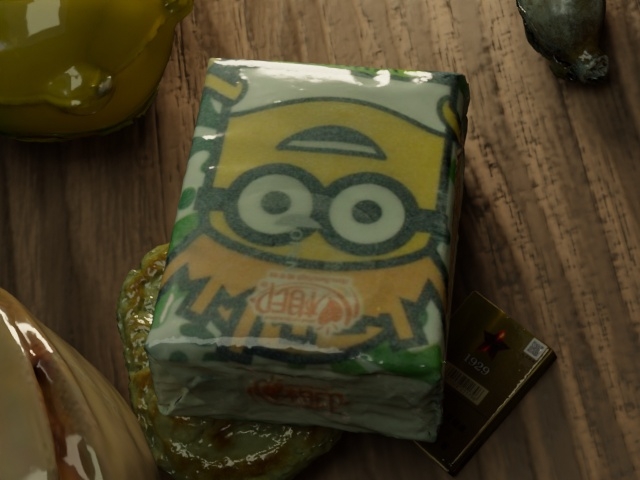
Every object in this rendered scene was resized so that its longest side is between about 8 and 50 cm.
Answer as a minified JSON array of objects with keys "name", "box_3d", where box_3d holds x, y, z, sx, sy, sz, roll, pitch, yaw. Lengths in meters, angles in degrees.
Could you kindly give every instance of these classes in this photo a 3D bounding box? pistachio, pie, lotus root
[{"name":"pistachio","box_3d":[-0.264,0.240,1.035,0.365,0.281,0.445,-53,50,38]},{"name":"pie","box_3d":[-0.066,0.101,1.146,0.201,0.090,0.248,-16,58,0]},{"name":"lotus root","box_3d":[0.218,-0.214,1.190,0.088,0.088,0.165,-12,71,18]}]

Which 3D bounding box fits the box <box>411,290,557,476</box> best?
[{"name":"box","box_3d":[0.119,0.117,1.097,0.090,0.023,0.133,37,83,31]}]

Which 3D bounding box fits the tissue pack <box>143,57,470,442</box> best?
[{"name":"tissue pack","box_3d":[0.000,0.000,1.081,0.228,0.128,0.311,4,52,5]}]

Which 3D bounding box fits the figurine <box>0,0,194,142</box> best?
[{"name":"figurine","box_3d":[-0.303,-0.226,1.327,0.340,0.231,0.324,14,54,27]}]
